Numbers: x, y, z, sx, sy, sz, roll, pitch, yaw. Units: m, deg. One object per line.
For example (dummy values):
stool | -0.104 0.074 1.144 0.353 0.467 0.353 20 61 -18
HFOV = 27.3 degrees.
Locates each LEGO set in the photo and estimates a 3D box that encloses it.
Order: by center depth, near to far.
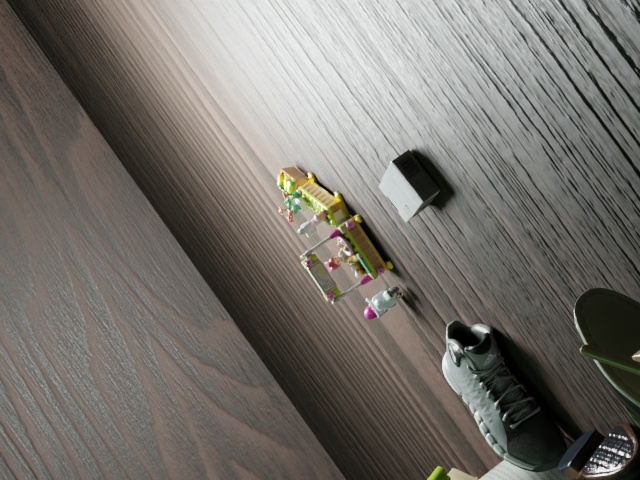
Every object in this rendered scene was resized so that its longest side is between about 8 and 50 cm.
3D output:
LEGO set | 0.000 0.000 1.960 0.287 0.107 0.132 51 166 18

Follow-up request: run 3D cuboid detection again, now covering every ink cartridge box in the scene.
ink cartridge box | 0.106 -0.063 1.597 0.063 0.029 0.115 53 168 7

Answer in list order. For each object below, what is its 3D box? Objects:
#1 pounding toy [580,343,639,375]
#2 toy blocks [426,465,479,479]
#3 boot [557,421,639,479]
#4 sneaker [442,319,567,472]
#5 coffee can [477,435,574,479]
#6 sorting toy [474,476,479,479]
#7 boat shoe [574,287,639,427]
pounding toy | 0.319 0.117 1.120 0.141 0.100 0.130 55 167 1
toy blocks | 0.298 0.541 2.107 0.260 0.191 0.381 22 135 28
boot | 0.349 0.267 1.487 0.106 0.082 0.219 40 172 1
sneaker | 0.224 0.188 1.682 0.229 0.086 0.132 46 162 38
coffee can | 0.246 0.405 1.715 0.201 0.275 0.201 52 167 17
sorting toy | 0.280 0.439 2.216 0.075 0.045 0.083 14 134 58
boat shoe | 0.317 0.142 1.233 0.228 0.081 0.069 48 162 18
